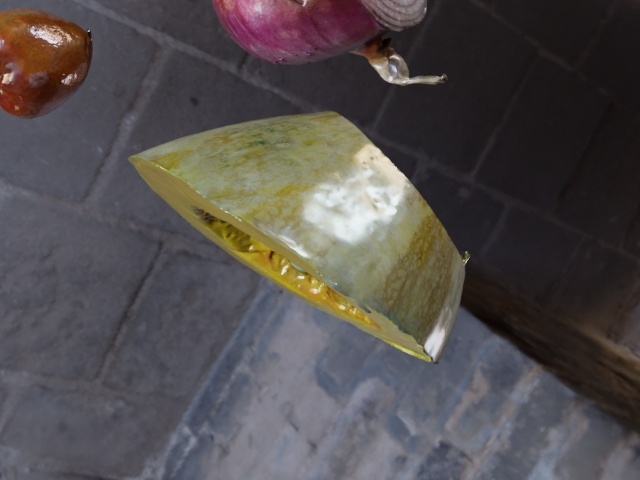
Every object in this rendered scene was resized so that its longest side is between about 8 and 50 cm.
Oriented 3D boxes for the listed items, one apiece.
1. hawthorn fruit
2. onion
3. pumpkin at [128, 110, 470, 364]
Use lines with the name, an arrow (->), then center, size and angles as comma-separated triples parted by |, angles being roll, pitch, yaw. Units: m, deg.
hawthorn fruit -> -0.209, -0.137, 0.668 | 0.093, 0.081, 0.081 | -40, 134, -39
onion -> -0.019, -0.312, 1.094 | 0.256, 0.230, 0.272 | 2, 78, -57
pumpkin -> 0.005, -0.016, 0.546 | 0.110, 0.217, 0.217 | -51, 132, -11
